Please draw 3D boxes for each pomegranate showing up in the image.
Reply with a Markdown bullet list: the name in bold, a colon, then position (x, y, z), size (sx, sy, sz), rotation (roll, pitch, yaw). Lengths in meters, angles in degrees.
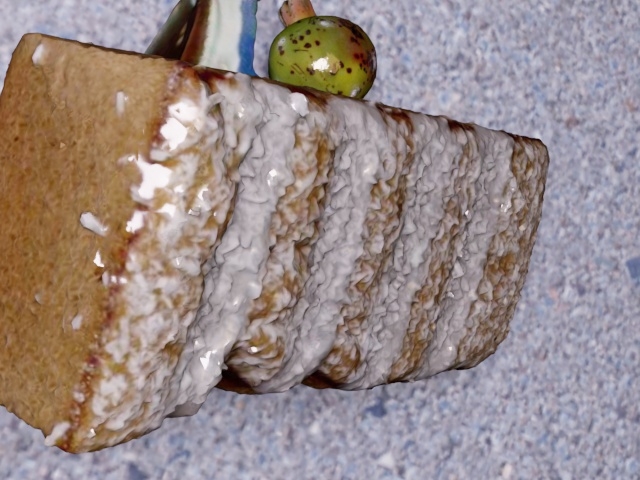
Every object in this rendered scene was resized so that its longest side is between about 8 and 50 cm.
- **pomegranate**: position (0.002, -0.121, 0.802), size (0.073, 0.073, 0.084), rotation (20, 64, -25)

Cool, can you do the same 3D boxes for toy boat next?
- **toy boat**: position (-0.075, -0.028, 0.732), size (0.115, 0.114, 0.262), rotation (31, 80, -28)

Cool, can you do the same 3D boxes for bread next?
- **bread**: position (0.000, 0.000, 0.663), size (0.416, 0.113, 0.165), rotation (0, 108, -58)
